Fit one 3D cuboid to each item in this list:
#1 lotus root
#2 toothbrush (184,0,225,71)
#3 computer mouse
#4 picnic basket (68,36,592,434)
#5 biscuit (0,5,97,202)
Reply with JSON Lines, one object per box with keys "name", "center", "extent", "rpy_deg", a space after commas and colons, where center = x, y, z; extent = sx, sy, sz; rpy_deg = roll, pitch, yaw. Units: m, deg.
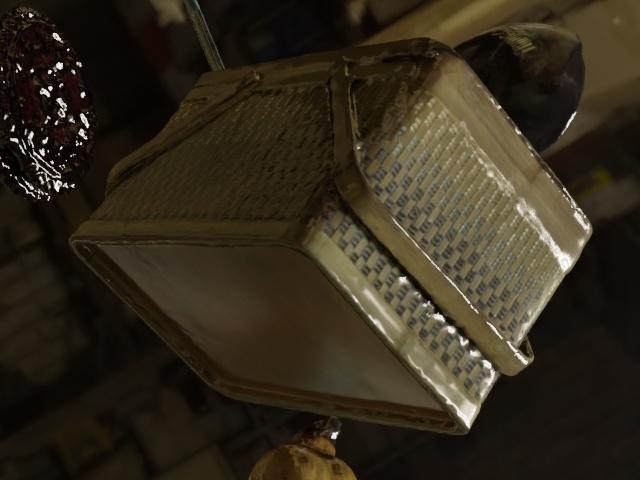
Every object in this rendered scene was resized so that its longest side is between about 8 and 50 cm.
{"name": "lotus root", "center": [-0.020, 0.288, 1.714], "extent": [0.125, 0.221, 0.118], "rpy_deg": [28, 144, -36]}
{"name": "toothbrush", "center": [-0.142, -0.258, 1.813], "extent": [0.016, 0.219, 0.019], "rpy_deg": [-29, 153, 12]}
{"name": "computer mouse", "center": [0.160, -0.142, 1.735], "extent": [0.269, 0.100, 0.170], "rpy_deg": [-34, -146, 38]}
{"name": "picnic basket", "center": [0.000, 0.000, 0.902], "extent": [0.267, 0.165, 0.139], "rpy_deg": [0, -132, 53]}
{"name": "biscuit", "center": [-0.277, -0.130, 1.551], "extent": [0.053, 0.194, 0.194], "rpy_deg": [-13, 179, 19]}
